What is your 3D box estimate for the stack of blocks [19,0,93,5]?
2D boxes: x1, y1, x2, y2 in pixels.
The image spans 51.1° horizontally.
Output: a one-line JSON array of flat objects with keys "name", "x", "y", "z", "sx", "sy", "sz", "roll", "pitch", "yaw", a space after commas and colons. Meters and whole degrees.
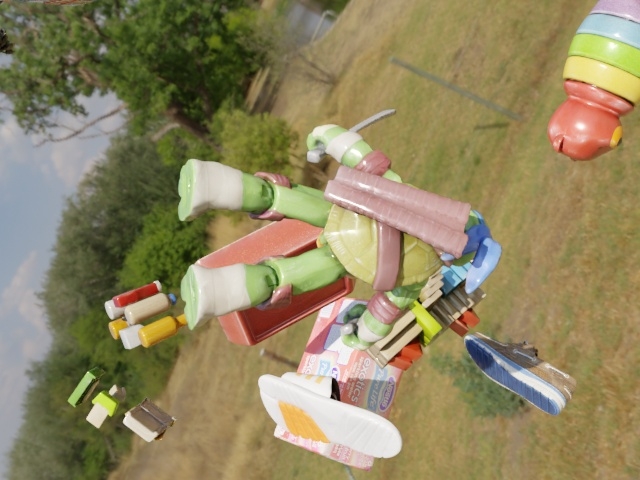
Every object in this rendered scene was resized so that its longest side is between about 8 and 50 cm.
[{"name": "stack of blocks", "x": -0.414, "y": -0.429, "z": 1.035, "sx": 0.297, "sy": 0.171, "sz": 0.087, "roll": -44, "pitch": -53, "yaw": -66}]

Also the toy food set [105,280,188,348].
[{"name": "toy food set", "x": -0.357, "y": 0.150, "z": 1.366, "sx": 0.232, "sy": 0.104, "sz": 0.111, "roll": -12, "pitch": 99, "yaw": 58}]

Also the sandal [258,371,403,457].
[{"name": "sandal", "x": 0.022, "y": 0.265, "z": 1.047, "sx": 0.076, "sy": 0.265, "sz": 0.102, "roll": -37, "pitch": -51, "yaw": -46}]

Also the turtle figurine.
[{"name": "turtle figurine", "x": 0.000, "y": 0.000, "z": 0.628, "sx": 0.275, "sy": 0.266, "sz": 0.198, "roll": -127, "pitch": 41, "yaw": -55}]

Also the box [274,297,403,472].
[{"name": "box", "x": 0.054, "y": 0.273, "z": 1.311, "sx": 0.154, "sy": 0.142, "sz": 0.300, "roll": -1, "pitch": 63, "yaw": 50}]

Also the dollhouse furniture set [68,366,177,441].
[{"name": "dollhouse furniture set", "x": -0.298, "y": 0.259, "z": 0.999, "sx": 0.059, "sy": 0.151, "sz": 0.076, "roll": -56, "pitch": -5, "yaw": 9}]

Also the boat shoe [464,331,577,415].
[{"name": "boat shoe", "x": 0.303, "y": 0.190, "z": 1.018, "sx": 0.066, "sy": 0.183, "sz": 0.066, "roll": -36, "pitch": -42, "yaw": -21}]

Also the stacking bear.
[{"name": "stacking bear", "x": 0.473, "y": -0.266, "z": 1.089, "sx": 0.175, "sy": 0.164, "sz": 0.289, "roll": 7, "pitch": -69, "yaw": -57}]

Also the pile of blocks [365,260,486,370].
[{"name": "pile of blocks", "x": 0.220, "y": 0.120, "z": 1.182, "sx": 0.362, "sy": 0.113, "sz": 0.149, "roll": -30, "pitch": -21, "yaw": -40}]

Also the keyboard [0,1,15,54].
[{"name": "keyboard", "x": -0.569, "y": -0.355, "z": 1.050, "sx": 0.317, "sy": 0.033, "sz": 0.202, "roll": -82, "pitch": -17, "yaw": -51}]

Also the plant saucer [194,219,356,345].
[{"name": "plant saucer", "x": -0.049, "y": 0.063, "z": 1.081, "sx": 0.048, "sy": 0.259, "sz": 0.258, "roll": 54, "pitch": 165, "yaw": 32}]
